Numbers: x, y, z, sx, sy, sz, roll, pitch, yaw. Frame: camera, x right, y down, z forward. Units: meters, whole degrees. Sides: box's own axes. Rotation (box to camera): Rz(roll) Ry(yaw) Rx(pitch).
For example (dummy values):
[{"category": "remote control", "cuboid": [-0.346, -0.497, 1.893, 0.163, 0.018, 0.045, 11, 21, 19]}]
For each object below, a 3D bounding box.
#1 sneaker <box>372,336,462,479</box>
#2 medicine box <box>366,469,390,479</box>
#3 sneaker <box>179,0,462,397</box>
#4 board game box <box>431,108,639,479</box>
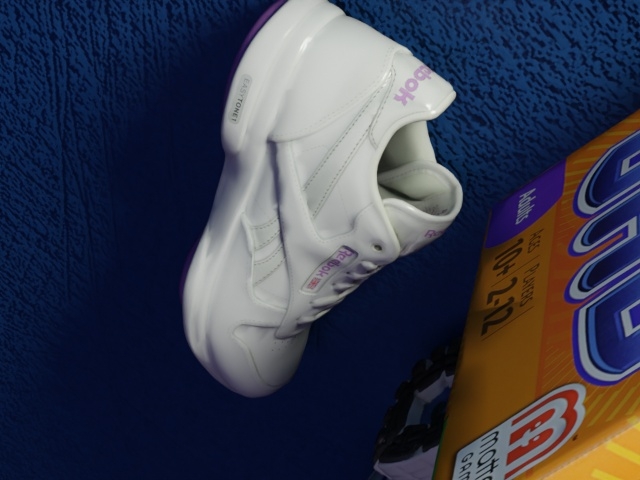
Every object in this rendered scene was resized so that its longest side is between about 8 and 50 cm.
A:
[{"category": "sneaker", "cuboid": [0.189, 0.101, 1.075, 0.147, 0.130, 0.330, 40, 139, -21]}, {"category": "medicine box", "cuboid": [0.126, 0.330, 1.245, 0.289, 0.149, 0.263, 25, 132, 15]}, {"category": "sneaker", "cuboid": [0.000, 0.000, 1.105, 0.152, 0.114, 0.305, 26, 133, 15]}, {"category": "board game box", "cuboid": [0.302, 0.088, 0.739, 0.356, 0.356, 0.356, -34, 102, 19]}]
